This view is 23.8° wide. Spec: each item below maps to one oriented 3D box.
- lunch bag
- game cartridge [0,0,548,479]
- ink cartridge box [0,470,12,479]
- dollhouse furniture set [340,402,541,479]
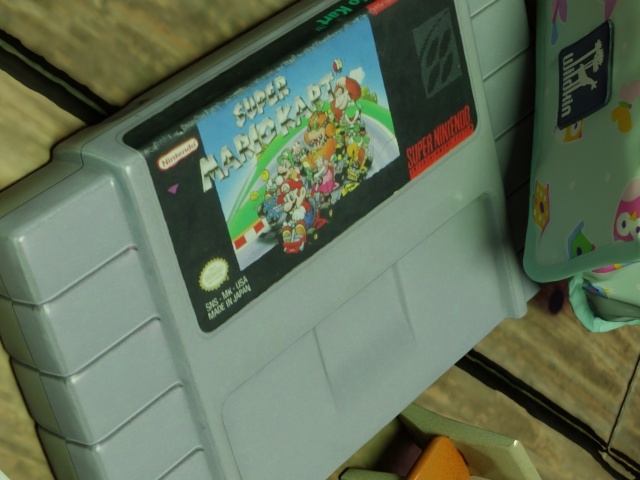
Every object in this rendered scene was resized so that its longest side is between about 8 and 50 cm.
[{"bbox_3d":[0.198,-0.069,0.834,0.262,0.160,0.223,31,62,-68],"label":"lunch bag"},{"bbox_3d":[0.000,0.000,0.776,0.355,0.068,0.230,-37,129,-36],"label":"game cartridge"},{"bbox_3d":[-0.227,0.205,0.460,0.207,0.119,0.353,44,60,3],"label":"ink cartridge box"},{"bbox_3d":[0.065,0.267,0.852,0.262,0.135,0.259,-52,132,-25],"label":"dollhouse furniture set"}]
